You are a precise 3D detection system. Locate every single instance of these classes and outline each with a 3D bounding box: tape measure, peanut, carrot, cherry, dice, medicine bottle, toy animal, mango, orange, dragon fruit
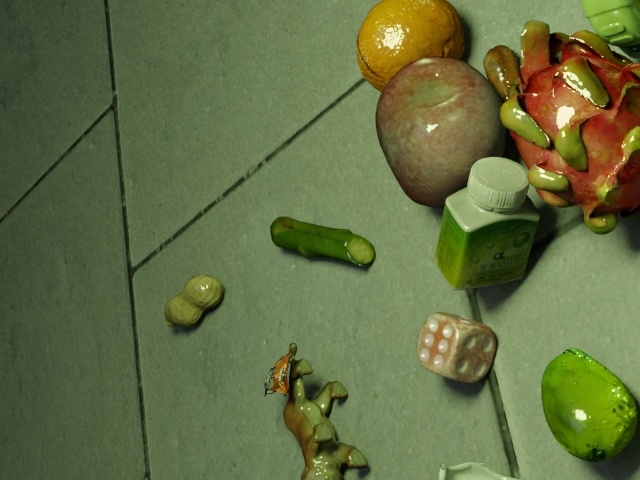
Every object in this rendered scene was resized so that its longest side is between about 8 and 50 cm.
[{"bbox_3d":[0.430,-0.352,1.680,0.087,0.154,0.178,-12,83,40],"label":"tape measure"},{"bbox_3d":[-0.272,0.129,2.488,0.187,0.082,0.082,-44,48,36],"label":"peanut"},{"bbox_3d":[0.305,-0.238,1.893,0.055,0.055,0.161,-33,62,42],"label":"carrot"},{"bbox_3d":[0.200,-0.167,1.887,0.206,0.239,0.239,-36,45,0],"label":"cherry"},{"bbox_3d":[0.212,0.167,1.848,0.094,0.091,0.093,20,95,52],"label":"dice"},{"bbox_3d":[0.253,-0.026,1.768,0.088,0.132,0.188,-116,24,-44],"label":"medicine bottle"},{"bbox_3d":[-0.012,0.352,2.080,0.157,0.097,0.312,-54,41,36],"label":"toy animal"},{"bbox_3d":[0.369,0.228,1.631,0.119,0.100,0.178,-25,43,4],"label":"mango"},{"bbox_3d":[0.149,-0.338,1.998,0.161,0.193,0.193,49,121,18],"label":"orange"},{"bbox_3d":[0.373,-0.169,1.660,0.227,0.243,0.307,107,-177,-45],"label":"dragon fruit"}]

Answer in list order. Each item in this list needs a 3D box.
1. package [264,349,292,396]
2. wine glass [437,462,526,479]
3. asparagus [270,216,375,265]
[{"bbox_3d":[-0.073,0.245,2.102,0.110,0.033,0.077,-35,30,54],"label":"package"},{"bbox_3d":[0.220,0.439,1.706,0.165,0.165,0.196,35,110,51],"label":"wine glass"},{"bbox_3d":[-0.002,0.000,2.197,0.277,0.060,0.067,9,76,52],"label":"asparagus"}]
